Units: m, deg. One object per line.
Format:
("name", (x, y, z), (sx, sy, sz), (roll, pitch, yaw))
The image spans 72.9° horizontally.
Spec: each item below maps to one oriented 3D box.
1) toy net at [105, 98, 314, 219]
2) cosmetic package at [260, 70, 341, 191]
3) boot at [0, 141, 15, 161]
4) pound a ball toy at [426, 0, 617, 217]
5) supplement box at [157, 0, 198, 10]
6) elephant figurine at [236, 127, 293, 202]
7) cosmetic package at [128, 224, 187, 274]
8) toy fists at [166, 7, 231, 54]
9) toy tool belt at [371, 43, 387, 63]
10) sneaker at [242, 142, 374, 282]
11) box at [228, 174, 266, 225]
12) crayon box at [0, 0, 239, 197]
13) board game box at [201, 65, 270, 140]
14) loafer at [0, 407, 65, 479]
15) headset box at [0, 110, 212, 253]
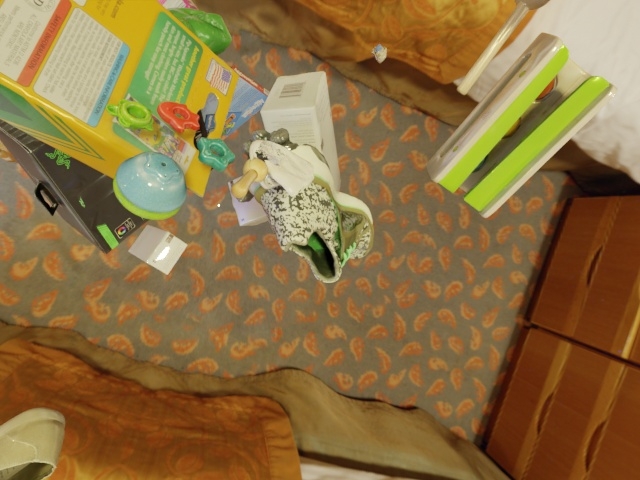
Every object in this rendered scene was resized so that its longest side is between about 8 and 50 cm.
("toy net", (-0.110, -0.088, 0.483), (0.232, 0.045, 0.122), (-5, 62, -43))
("cosmetic package", (-0.043, -0.271, 1.303), (0.156, 0.217, 0.385), (-1, 136, 14))
("boot", (-0.887, -0.286, 1.340), (0.211, 0.295, 0.104), (24, 71, -57))
("pound a ball toy", (0.298, -0.228, 0.714), (0.208, 0.136, 0.319), (32, 118, -11))
("supplement box", (-0.582, -0.916, 1.609), (0.114, 0.111, 0.220), (-35, 109, 16))
("elephant figurine", (-0.116, -0.147, 1.077), (0.185, 0.169, 0.239), (-5, 54, -8))
("cosmetic package", (-0.530, 0.026, 1.404), (0.085, 0.231, 0.117), (40, 74, -35))
("toy fists", (-0.313, -0.418, 0.876), (0.279, 0.142, 0.096), (11, 114, 24))
("toy tool belt", (0.209, -0.678, 1.550), (0.051, 0.052, 0.083), (30, 48, -23))
("sneaker", (0.000, 0.000, 0.787), (0.158, 0.410, 0.182), (-17, 67, 20))
("box", (-0.236, -0.168, 1.676), (0.181, 0.119, 0.181), (-18, 86, 26))
("crayon box", (-0.255, -0.201, 0.485), (0.323, 0.083, 0.203), (33, 59, -44))
("board game box", (-0.289, -0.396, 1.306), (0.145, 0.281, 0.027), (27, 50, -39))
("loafer", (-0.484, 0.348, 0.597), (0.268, 0.092, 0.102), (-39, 133, -13))
("headset box", (-0.339, -0.152, 0.709), (0.131, 0.246, 0.283), (33, 60, 20))
